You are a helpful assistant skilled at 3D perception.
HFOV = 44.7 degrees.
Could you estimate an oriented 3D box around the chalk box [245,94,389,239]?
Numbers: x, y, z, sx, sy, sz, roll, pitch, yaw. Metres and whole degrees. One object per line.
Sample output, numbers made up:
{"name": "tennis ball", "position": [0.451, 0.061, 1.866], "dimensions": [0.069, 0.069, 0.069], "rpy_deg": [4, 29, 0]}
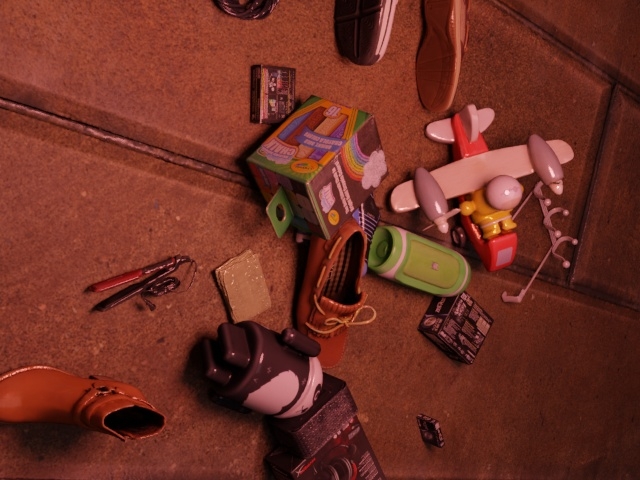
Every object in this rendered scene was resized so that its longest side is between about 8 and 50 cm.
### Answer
{"name": "chalk box", "position": [-0.022, -0.135, 1.635], "dimensions": [0.289, 0.179, 0.180], "rpy_deg": [-46, 140, -23]}

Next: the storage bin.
{"name": "storage bin", "position": [-0.019, 0.395, 1.782], "dimensions": [0.180, 0.122, 0.084], "rpy_deg": [-37, 119, -29]}

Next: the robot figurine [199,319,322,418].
{"name": "robot figurine", "position": [-0.121, 0.275, 1.645], "dimensions": [0.278, 0.209, 0.174], "rpy_deg": [32, 64, -37]}

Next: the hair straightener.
{"name": "hair straightener", "position": [-0.338, 0.092, 1.533], "dimensions": [0.230, 0.047, 0.089], "rpy_deg": [-25, 112, -38]}

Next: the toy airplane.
{"name": "toy airplane", "position": [0.411, -0.153, 1.936], "dimensions": [0.384, 0.272, 0.386], "rpy_deg": [30, 91, -17]}

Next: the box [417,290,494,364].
{"name": "box", "position": [0.365, 0.225, 2.093], "dimensions": [0.180, 0.077, 0.147], "rpy_deg": [41, 72, -36]}

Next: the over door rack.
{"name": "over door rack", "position": [0.622, 0.001, 2.246], "dimensions": [0.324, 0.108, 0.240], "rpy_deg": [-39, 119, -27]}

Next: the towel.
{"name": "towel", "position": [-0.165, 0.102, 1.678], "dimensions": [0.110, 0.027, 0.148], "rpy_deg": [-31, 115, -32]}

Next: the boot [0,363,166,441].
{"name": "boot", "position": [-0.432, 0.301, 1.370], "dimensions": [0.283, 0.220, 0.109], "rpy_deg": [14, 89, -39]}

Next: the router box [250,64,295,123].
{"name": "router box", "position": [-0.101, -0.308, 1.655], "dimensions": [0.092, 0.038, 0.122], "rpy_deg": [-4, 100, -39]}

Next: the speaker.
{"name": "speaker", "position": [0.242, 0.056, 1.936], "dimensions": [0.296, 0.131, 0.131], "rpy_deg": [20, 85, -39]}

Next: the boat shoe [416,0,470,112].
{"name": "boat shoe", "position": [0.320, -0.488, 1.916], "dimensions": [0.123, 0.123, 0.342], "rpy_deg": [-9, 103, -44]}

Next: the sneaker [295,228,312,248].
{"name": "sneaker", "position": [0.000, 0.000, 1.781], "dimensions": [0.144, 0.053, 0.059], "rpy_deg": [27, 86, -34]}

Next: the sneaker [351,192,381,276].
{"name": "sneaker", "position": [0.101, -0.027, 1.836], "dimensions": [0.090, 0.081, 0.232], "rpy_deg": [-10, 103, -30]}

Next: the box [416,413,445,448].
{"name": "box", "position": [0.296, 0.511, 2.091], "dimensions": [0.018, 0.067, 0.083], "rpy_deg": [-31, 117, -32]}

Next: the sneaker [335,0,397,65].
{"name": "sneaker", "position": [0.189, -0.602, 1.756], "dimensions": [0.257, 0.169, 0.448], "rpy_deg": [5, 92, -37]}

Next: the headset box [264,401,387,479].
{"name": "headset box", "position": [0.027, 0.565, 1.855], "dimensions": [0.218, 0.110, 0.293], "rpy_deg": [-38, 119, -29]}

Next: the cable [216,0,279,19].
{"name": "cable", "position": [-0.161, -0.524, 1.573], "dimensions": [0.184, 0.047, 0.151], "rpy_deg": [-11, 109, -40]}

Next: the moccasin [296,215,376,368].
{"name": "moccasin", "position": [0.039, 0.126, 1.742], "dimensions": [0.139, 0.147, 0.380], "rpy_deg": [-3, 115, -34]}
